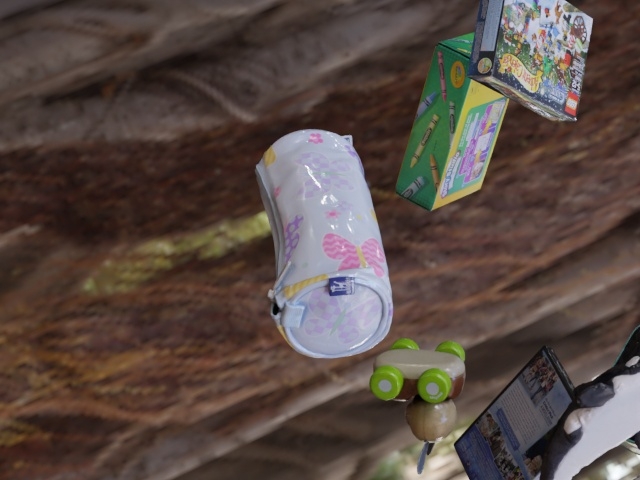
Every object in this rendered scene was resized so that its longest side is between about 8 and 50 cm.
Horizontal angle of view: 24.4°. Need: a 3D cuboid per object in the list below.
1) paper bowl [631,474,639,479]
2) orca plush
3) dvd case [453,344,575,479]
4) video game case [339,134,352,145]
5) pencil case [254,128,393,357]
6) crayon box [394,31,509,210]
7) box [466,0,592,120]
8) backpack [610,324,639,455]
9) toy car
[{"bbox_3d":[0.478,0.369,1.699,0.284,0.148,0.284,55,-11,16],"label":"paper bowl"},{"bbox_3d":[0.401,0.259,2.152,0.287,0.151,0.102,-64,-157,25],"label":"orca plush"},{"bbox_3d":[0.328,0.317,2.413,0.253,0.022,0.180,-52,-143,24],"label":"dvd case"},{"bbox_3d":[0.003,-0.113,2.273,0.011,0.122,0.087,7,-77,48],"label":"video game case"},{"bbox_3d":[0.000,0.000,1.550,0.273,0.124,0.113,-98,-175,-50],"label":"pencil case"},{"bbox_3d":[0.231,-0.201,2.455,0.081,0.165,0.278,30,-60,27],"label":"crayon box"},{"bbox_3d":[0.301,-0.275,2.098,0.044,0.233,0.159,4,-99,40],"label":"box"},{"bbox_3d":[0.523,0.245,2.292,0.166,0.188,0.144,30,-17,35],"label":"backpack"},{"bbox_3d":[0.160,0.272,2.381,0.155,0.149,0.188,-46,135,-67],"label":"toy car"}]
